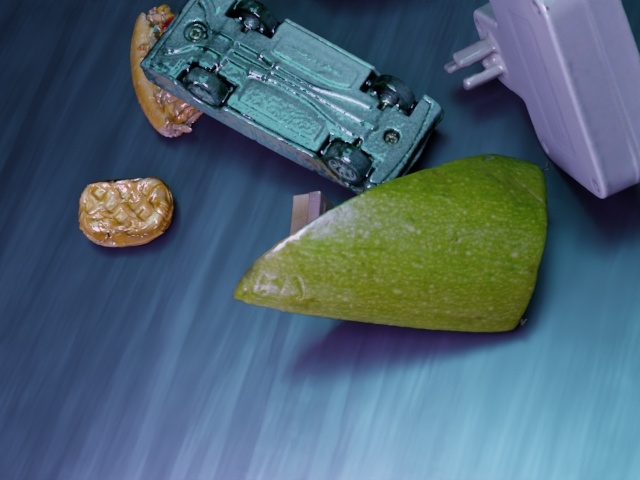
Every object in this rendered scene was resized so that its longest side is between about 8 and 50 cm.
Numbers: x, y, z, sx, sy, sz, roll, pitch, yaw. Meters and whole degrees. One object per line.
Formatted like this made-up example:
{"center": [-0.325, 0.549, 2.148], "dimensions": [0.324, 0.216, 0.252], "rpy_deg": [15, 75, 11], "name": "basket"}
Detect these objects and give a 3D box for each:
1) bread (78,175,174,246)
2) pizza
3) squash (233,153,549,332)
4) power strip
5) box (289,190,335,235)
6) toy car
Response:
{"center": [-0.218, -0.033, 1.274], "dimensions": [0.110, 0.044, 0.083], "rpy_deg": [-5, 63, 8], "name": "bread"}
{"center": [-0.131, -0.223, 1.346], "dimensions": [0.199, 0.062, 0.188], "rpy_deg": [-19, 62, 1], "name": "pizza"}
{"center": [0.074, -0.026, 1.109], "dimensions": [0.288, 0.111, 0.203], "rpy_deg": [10, 62, -7], "name": "squash"}
{"center": [0.221, -0.179, 1.156], "dimensions": [0.141, 0.229, 0.261], "rpy_deg": [-26, 26, -1], "name": "power strip"}
{"center": [0.000, 0.000, 1.183], "dimensions": [0.035, 0.079, 0.083], "rpy_deg": [-9, 59, 25], "name": "box"}
{"center": [-0.029, -0.164, 1.261], "dimensions": [0.320, 0.097, 0.141], "rpy_deg": [30, 72, 10], "name": "toy car"}
